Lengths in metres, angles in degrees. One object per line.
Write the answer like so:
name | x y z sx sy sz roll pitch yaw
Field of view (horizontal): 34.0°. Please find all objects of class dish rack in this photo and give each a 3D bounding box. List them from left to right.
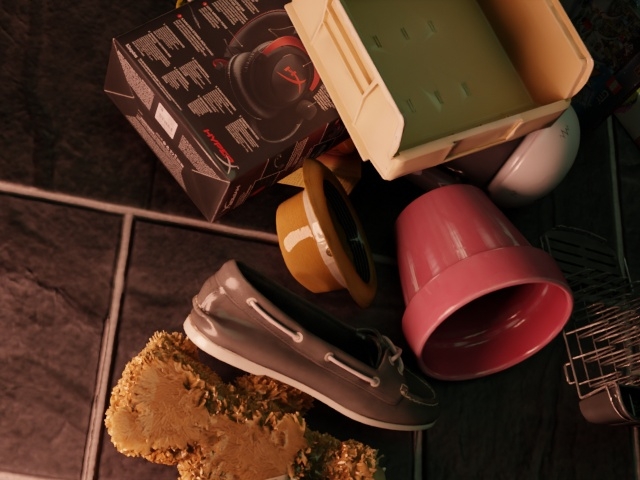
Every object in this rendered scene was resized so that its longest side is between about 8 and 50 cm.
dish rack | 0.370 0.105 1.307 0.208 0.074 0.272 14 58 -43

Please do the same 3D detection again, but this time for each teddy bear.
teddy bear | -0.078 0.241 1.122 0.338 0.113 0.245 18 67 -20

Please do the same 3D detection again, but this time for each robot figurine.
robot figurine | 0.202 -0.163 1.363 0.278 0.209 0.173 35 20 0

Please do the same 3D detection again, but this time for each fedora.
fedora | 0.000 0.000 1.247 0.079 0.194 0.194 -21 69 15

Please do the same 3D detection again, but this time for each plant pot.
plant pot | 0.175 0.040 1.254 0.201 0.201 0.180 -6 52 -22

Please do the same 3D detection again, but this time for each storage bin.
storage bin | 0.134 -0.233 1.203 0.262 0.123 0.260 -19 73 -24

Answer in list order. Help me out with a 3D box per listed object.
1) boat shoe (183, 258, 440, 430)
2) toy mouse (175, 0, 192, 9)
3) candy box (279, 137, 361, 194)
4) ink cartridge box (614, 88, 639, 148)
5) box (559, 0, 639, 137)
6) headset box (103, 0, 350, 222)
boat shoe | 0.015 0.119 1.149 0.335 0.095 0.112 24 17 -26
toy mouse | -0.173 -0.348 1.397 0.161 0.031 0.143 -15 72 -25
candy box | -0.043 -0.130 1.327 0.186 0.053 0.109 10 63 -16
ink cartridge box | 0.482 -0.231 1.549 0.115 0.067 0.198 -28 77 -28
box | 0.378 -0.265 1.433 0.044 0.233 0.159 -32 79 -29
headset box | -0.073 -0.191 1.252 0.293 0.110 0.218 -35 80 -29
